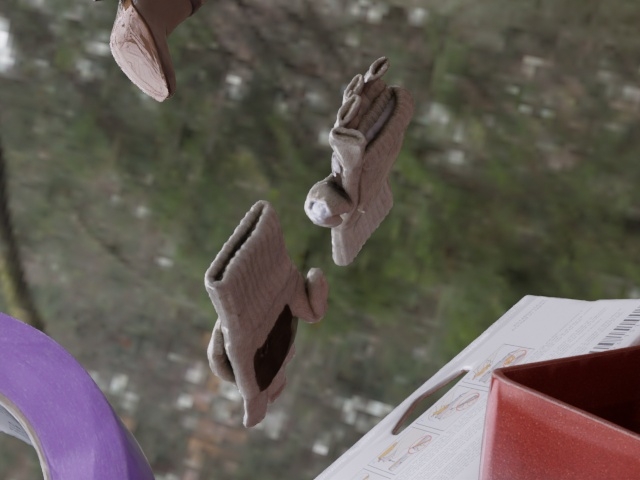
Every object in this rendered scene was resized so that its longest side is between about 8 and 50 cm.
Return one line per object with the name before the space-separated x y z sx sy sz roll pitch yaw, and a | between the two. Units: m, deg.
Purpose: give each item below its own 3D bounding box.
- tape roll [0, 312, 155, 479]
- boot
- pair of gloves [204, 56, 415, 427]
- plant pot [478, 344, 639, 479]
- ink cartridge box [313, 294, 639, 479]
tape roll | -0.230 0.176 1.059 0.090 0.275 0.274 71 -140 -61
boot | -0.107 -0.155 1.245 0.087 0.042 0.118 -26 -96 -48
pair of gloves | 0.000 0.000 1.310 0.240 0.042 0.204 -54 -19 -29
plant pot | 0.251 0.230 1.214 0.267 0.267 0.235 -3 -69 -56
ink cartridge box | 0.140 0.159 1.504 0.296 0.261 0.066 -40 -78 -16
